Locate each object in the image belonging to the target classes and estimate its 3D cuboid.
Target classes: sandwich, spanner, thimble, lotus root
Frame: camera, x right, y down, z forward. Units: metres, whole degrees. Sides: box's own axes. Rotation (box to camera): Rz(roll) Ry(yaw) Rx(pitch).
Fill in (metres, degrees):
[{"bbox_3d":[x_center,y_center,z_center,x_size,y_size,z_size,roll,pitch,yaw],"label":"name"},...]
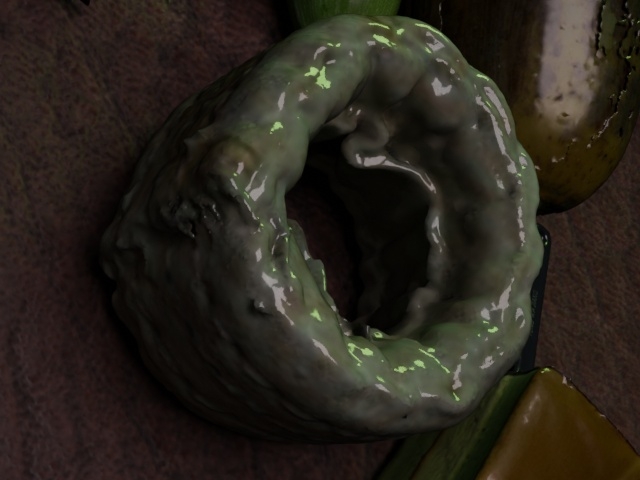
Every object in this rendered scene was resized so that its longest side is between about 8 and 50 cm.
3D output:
[{"bbox_3d":[0.148,0.243,1.170,0.227,0.155,0.198,46,58,-15],"label":"sandwich"},{"bbox_3d":[0.171,0.079,1.313,0.046,0.012,0.208,30,56,-32],"label":"spanner"},{"bbox_3d":[0.000,0.000,1.111,0.291,0.195,0.292,11,71,-33],"label":"thimble"},{"bbox_3d":[0.168,-0.203,1.294,0.195,0.179,0.398,3,76,6],"label":"lotus root"}]

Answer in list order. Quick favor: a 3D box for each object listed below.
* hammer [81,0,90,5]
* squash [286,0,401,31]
[{"bbox_3d":[-0.076,-0.234,1.167,0.289,0.037,0.137,2,78,-10],"label":"hammer"},{"bbox_3d":[0.025,-0.301,1.279,0.107,0.107,0.395,15,69,-30],"label":"squash"}]
